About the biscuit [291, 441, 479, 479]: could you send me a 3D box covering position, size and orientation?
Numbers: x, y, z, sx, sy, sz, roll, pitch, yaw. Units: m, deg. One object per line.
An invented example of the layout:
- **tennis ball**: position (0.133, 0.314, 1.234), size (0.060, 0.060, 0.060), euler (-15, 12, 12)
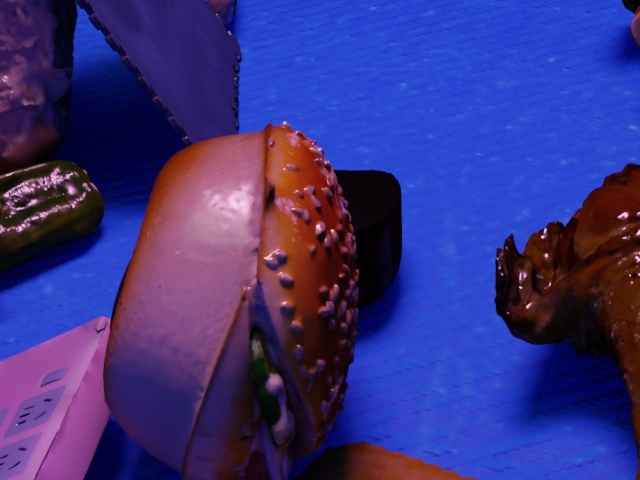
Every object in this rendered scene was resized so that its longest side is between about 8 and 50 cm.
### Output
- **biscuit**: position (0.048, 0.208, 0.971), size (0.236, 0.013, 0.232), euler (15, 39, 31)

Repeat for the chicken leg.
- **chicken leg**: position (0.203, 0.057, 1.058), size (0.211, 0.140, 0.361), euler (12, 34, 12)

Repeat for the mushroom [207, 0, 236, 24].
- **mushroom**: position (-0.194, -0.312, 1.695), size (0.177, 0.126, 0.397), euler (-39, 45, -25)

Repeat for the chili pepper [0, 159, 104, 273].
- **chili pepper**: position (-0.256, -0.002, 1.292), size (0.204, 0.073, 0.072), euler (-25, 52, -23)

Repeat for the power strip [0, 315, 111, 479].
- **power strip**: position (-0.193, 0.150, 1.041), size (0.109, 0.037, 0.279), euler (-23, 26, 26)

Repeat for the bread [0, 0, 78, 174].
- **bread**: position (-0.322, -0.161, 1.394), size (0.279, 0.225, 0.250), euler (-4, 31, -1)

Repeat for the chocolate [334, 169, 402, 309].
- **chocolate**: position (0.000, 0.000, 1.236), size (0.148, 0.080, 0.125), euler (16, 27, 41)

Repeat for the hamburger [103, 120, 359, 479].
- **hamburger**: position (-0.046, 0.039, 1.061), size (0.147, 0.237, 0.237), euler (13, 36, 2)

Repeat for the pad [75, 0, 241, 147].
- **pad**: position (-0.137, -0.192, 1.396), size (0.012, 0.269, 0.270), euler (-28, 29, 15)

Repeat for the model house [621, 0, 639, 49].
- **model house**: position (0.358, -0.229, 1.449), size (0.199, 0.219, 0.229), euler (-44, 22, 18)
